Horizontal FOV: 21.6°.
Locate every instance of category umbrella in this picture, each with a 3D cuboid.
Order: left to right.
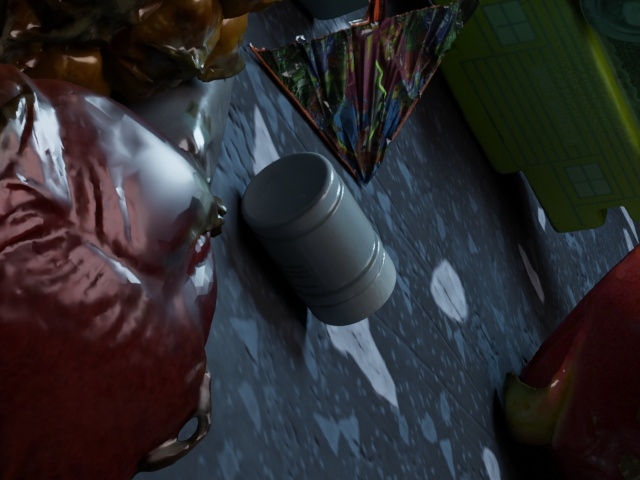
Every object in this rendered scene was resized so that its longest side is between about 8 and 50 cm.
[{"bbox_3d":[-0.072,-0.116,0.843,0.073,0.067,0.337,20,35,-10],"label":"umbrella"}]

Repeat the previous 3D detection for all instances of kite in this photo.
[{"bbox_3d":[0.033,-0.119,1.131,0.232,0.009,0.189,-24,128,-43],"label":"kite"}]

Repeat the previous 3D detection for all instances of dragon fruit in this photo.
[{"bbox_3d":[-0.108,0.010,0.526,0.161,0.127,0.120,50,19,-50],"label":"dragon fruit"},{"bbox_3d":[0.278,0.101,1.381,0.189,0.290,0.290,39,19,2],"label":"dragon fruit"}]

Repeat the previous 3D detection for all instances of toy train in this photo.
[{"bbox_3d":[0.254,-0.175,1.552,0.442,0.272,0.179,55,37,-41],"label":"toy train"}]

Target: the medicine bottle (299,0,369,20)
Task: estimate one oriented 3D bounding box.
[{"bbox_3d":[0.080,-0.248,1.171,0.083,0.229,0.121,37,37,-59],"label":"medicine bottle"}]

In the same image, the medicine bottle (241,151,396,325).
[{"bbox_3d":[0.000,0.000,0.955,0.058,0.058,0.091,-90,154,-46],"label":"medicine bottle"}]

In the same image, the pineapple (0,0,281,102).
[{"bbox_3d":[-0.014,-0.226,0.689,0.209,0.286,0.344,16,50,-31],"label":"pineapple"}]
